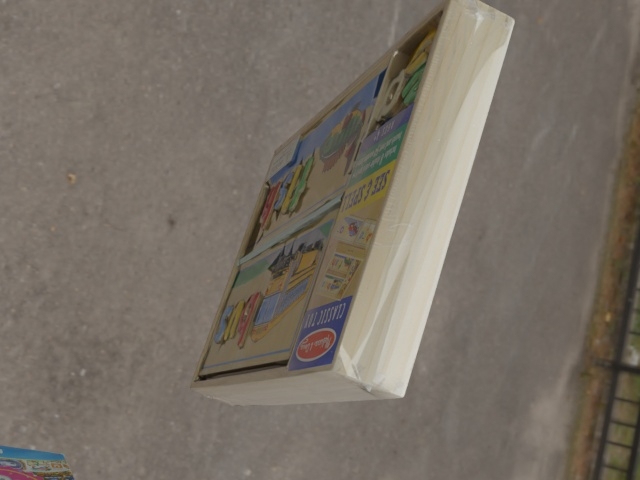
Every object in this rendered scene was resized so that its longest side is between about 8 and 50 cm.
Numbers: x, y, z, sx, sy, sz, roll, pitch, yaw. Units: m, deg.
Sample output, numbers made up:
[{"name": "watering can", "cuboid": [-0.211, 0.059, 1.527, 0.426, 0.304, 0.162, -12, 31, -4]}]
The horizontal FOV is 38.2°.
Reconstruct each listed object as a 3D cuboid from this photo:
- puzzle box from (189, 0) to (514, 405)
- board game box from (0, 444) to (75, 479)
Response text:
[{"name": "puzzle box", "cuboid": [0.000, 0.000, 0.759, 0.052, 0.409, 0.272, 23, 72, -15]}, {"name": "board game box", "cuboid": [-0.387, 0.339, 1.068, 0.224, 0.303, 0.097, 16, 95, -29]}]
